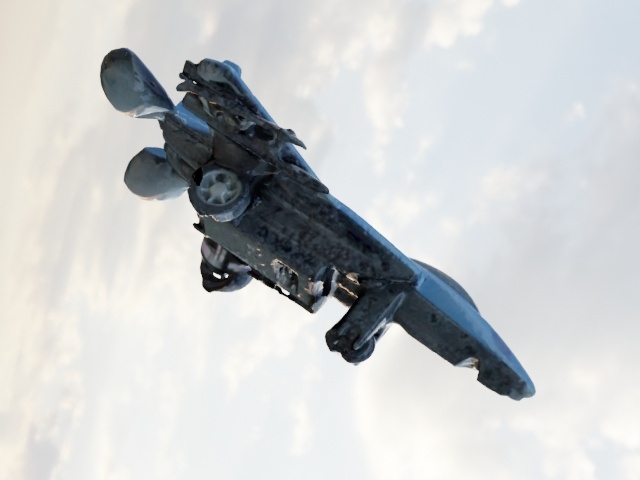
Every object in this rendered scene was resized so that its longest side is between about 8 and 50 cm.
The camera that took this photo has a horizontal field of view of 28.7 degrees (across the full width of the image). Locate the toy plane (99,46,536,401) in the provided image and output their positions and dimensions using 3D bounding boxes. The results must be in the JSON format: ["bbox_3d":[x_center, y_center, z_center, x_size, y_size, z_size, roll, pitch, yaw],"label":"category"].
[{"bbox_3d":[-0.005,0.005,0.593,0.078,0.246,0.169,-37,156,-22],"label":"toy plane"}]
